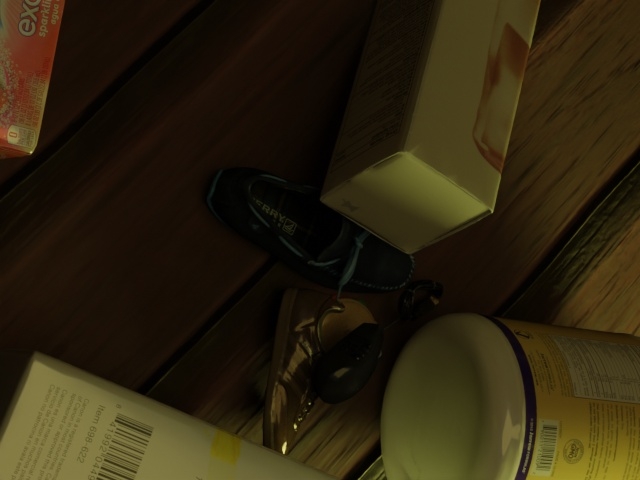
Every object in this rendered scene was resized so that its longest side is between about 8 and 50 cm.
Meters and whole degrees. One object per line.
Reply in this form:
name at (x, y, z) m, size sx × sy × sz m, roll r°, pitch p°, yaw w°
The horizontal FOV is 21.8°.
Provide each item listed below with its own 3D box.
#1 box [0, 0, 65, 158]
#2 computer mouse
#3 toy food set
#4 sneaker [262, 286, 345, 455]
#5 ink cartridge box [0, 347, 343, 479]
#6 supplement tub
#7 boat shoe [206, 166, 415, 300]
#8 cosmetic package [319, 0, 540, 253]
box at (-0.327, -0.234, 1.553) m, size 0.142 × 0.154 × 0.300 m, roll 13°, pitch 85°, yaw -28°
computer mouse at (0.073, 0.107, 1.787) m, size 0.242 × 0.041 × 0.071 m, roll -37°, pitch 142°, yaw -44°
toy food set at (0.026, 0.102, 1.820) m, size 0.083 × 0.020 × 0.082 m, roll -40°, pitch 108°, yaw -22°
sneaker at (-0.019, 0.145, 1.757) m, size 0.071 × 0.066 × 0.188 m, roll 7°, pitch 84°, yaw 3°
ink cartridge box at (-0.180, 0.305, 1.613) m, size 0.385 × 0.160 × 0.279 m, roll 26°, pitch 77°, yaw -21°
supplement tub at (0.260, 0.212, 1.823) m, size 0.331 × 0.241 × 0.241 m, roll 9°, pitch 86°, yaw -29°
boat shoe at (0.000, 0.000, 1.766) m, size 0.258 × 0.089 × 0.109 m, roll 18°, pitch 81°, yaw -29°
cosmetic package at (0.120, -0.155, 1.750) m, size 0.129 × 0.153 × 0.296 m, roll 32°, pitch 57°, yaw -24°
